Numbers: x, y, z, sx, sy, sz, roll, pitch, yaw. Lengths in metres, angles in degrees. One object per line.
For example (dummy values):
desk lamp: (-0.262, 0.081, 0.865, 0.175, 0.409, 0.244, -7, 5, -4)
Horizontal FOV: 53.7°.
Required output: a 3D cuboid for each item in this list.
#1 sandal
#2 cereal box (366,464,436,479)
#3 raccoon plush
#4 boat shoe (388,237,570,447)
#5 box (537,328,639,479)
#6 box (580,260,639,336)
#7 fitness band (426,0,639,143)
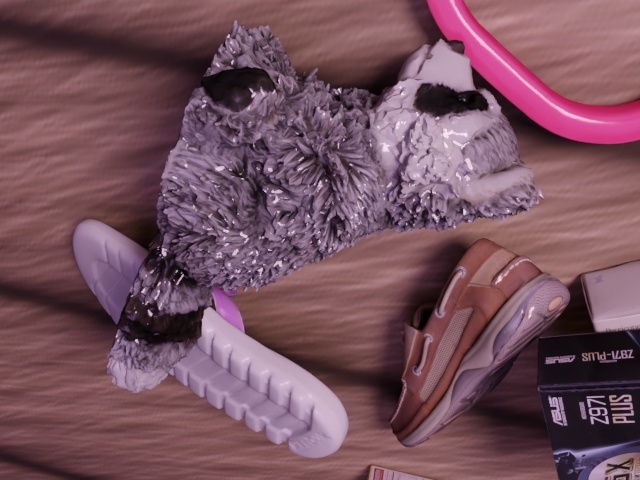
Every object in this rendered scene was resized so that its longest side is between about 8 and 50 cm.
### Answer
sandal: (-0.135, 0.113, 0.792, 0.416, 0.102, 0.169, 38, 136, 7)
cereal box: (0.175, 0.426, 0.918, 0.240, 0.047, 0.173, 10, 121, 9)
raccoon plush: (0.000, 0.000, 0.635, 0.299, 0.216, 0.447, 24, 123, -5)
boat shoe: (0.153, 0.123, 0.728, 0.116, 0.123, 0.325, 48, 135, 24)
box: (0.303, 0.182, 0.621, 0.147, 0.078, 0.180, -8, 117, 23)
box: (0.376, 0.158, 0.689, 0.113, 0.094, 0.275, -17, 114, 23)
fitness band: (0.223, -0.215, 0.545, 0.290, 0.054, 0.209, 39, 123, -8)
